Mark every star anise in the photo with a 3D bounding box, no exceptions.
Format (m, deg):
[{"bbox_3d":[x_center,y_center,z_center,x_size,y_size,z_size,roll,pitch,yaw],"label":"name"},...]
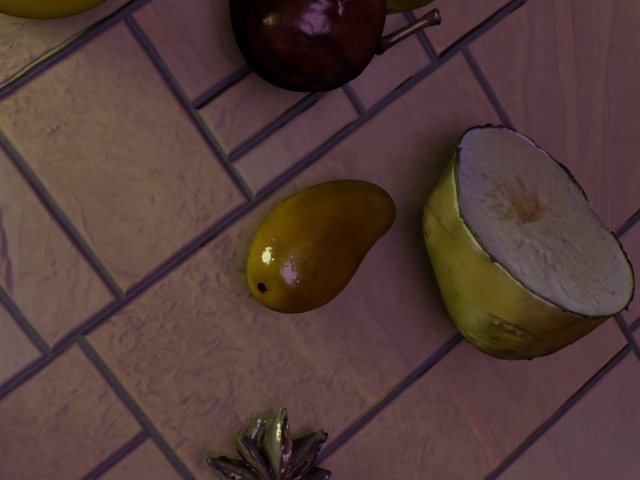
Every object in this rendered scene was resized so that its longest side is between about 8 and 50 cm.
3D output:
[{"bbox_3d":[-0.067,0.314,1.168,0.195,0.065,0.183,-28,108,-22],"label":"star anise"}]

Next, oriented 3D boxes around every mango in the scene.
[{"bbox_3d":[0.000,0.000,1.155,0.227,0.099,0.136,-38,102,-24],"label":"mango"}]

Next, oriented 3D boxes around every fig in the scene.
[{"bbox_3d":[0.007,-0.260,1.114,0.249,0.186,0.204,31,65,-53],"label":"fig"}]

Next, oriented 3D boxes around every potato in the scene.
[{"bbox_3d":[0.235,0.018,1.209,0.246,0.196,0.300,-19,70,-40],"label":"potato"}]

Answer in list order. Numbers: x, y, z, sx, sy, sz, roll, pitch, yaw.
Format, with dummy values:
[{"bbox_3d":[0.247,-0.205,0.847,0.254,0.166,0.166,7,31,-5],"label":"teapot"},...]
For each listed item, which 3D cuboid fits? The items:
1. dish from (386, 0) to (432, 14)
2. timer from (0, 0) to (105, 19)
[{"bbox_3d":[0.121,-0.377,1.186,0.207,0.080,0.149,-44,107,-15],"label":"dish"},{"bbox_3d":[-0.276,-0.344,0.904,0.285,0.285,0.285,-2,94,-22],"label":"timer"}]
